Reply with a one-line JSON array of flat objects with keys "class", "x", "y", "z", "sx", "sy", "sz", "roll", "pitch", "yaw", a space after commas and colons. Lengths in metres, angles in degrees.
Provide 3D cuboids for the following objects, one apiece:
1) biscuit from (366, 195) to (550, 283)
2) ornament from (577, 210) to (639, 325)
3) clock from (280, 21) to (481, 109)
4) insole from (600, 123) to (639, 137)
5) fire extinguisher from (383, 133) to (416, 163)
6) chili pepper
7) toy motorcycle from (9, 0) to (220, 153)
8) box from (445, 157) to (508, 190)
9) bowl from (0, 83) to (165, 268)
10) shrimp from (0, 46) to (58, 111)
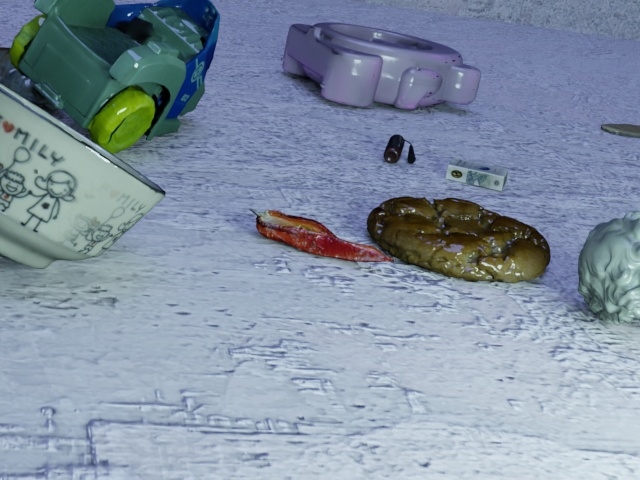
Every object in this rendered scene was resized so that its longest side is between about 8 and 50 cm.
[{"class": "biscuit", "x": 0.161, "y": -0.007, "z": 1.246, "sx": 0.225, "sy": 0.042, "sz": 0.226, "roll": 8, "pitch": 18, "yaw": -3}, {"class": "ornament", "x": 0.399, "y": 0.033, "z": 1.131, "sx": 0.285, "sy": 0.121, "sz": 0.130, "roll": 2, "pitch": 19, "yaw": -24}, {"class": "clock", "x": 0.115, "y": -0.328, "z": 2.027, "sx": 0.322, "sy": 0.113, "sz": 0.295, "roll": 3, "pitch": 20, "yaw": -24}, {"class": "insole", "x": 0.658, "y": -0.215, "z": 2.124, "sx": 0.247, "sy": 0.011, "sz": 0.081, "roll": -1, "pitch": 21, "yaw": -29}, {"class": "fire extinguisher", "x": 0.123, "y": -0.139, "z": 1.612, "sx": 0.046, "sy": 0.032, "sz": 0.100, "roll": 2, "pitch": 24, "yaw": 12}, {"class": "chili pepper", "x": 0.000, "y": 0.000, "z": 1.166, "sx": 0.178, "sy": 0.027, "sz": 0.045, "roll": 16, "pitch": 24, "yaw": 17}, {"class": "toy motorcycle", "x": -0.240, "y": -0.252, "z": 1.468, "sx": 0.191, "sy": 0.200, "sz": 0.326, "roll": 42, "pitch": 23, "yaw": 14}, {"class": "box", "x": 0.227, "y": -0.096, "z": 1.557, "sx": 0.083, "sy": 0.024, "sz": 0.054, "roll": 13, "pitch": 18, "yaw": 13}, {"class": "bowl", "x": -0.271, "y": -0.059, "z": 0.985, "sx": 0.237, "sy": 0.126, "sz": 0.238, "roll": 33, "pitch": 1, "yaw": 0}, {"class": "shrimp", "x": -0.494, "y": -0.250, "z": 1.568, "sx": 0.287, "sy": 0.068, "sz": 0.185, "roll": 8, "pitch": 20, "yaw": -2}]
